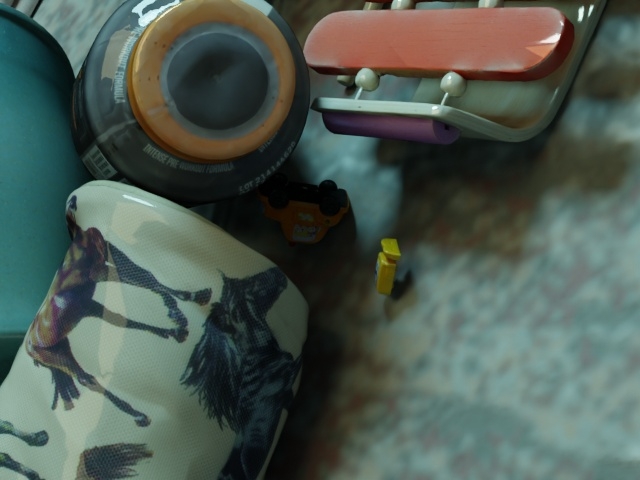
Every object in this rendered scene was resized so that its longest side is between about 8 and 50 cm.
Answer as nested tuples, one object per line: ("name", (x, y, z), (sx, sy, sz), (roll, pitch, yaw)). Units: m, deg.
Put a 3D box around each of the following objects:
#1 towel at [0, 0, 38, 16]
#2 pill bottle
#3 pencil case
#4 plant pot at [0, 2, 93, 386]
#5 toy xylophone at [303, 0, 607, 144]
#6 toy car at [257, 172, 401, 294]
("towel", (-0.352, -0.281, 1.457), (0.332, 0.053, 0.317), (23, 83, 53))
("pill bottle", (-0.080, -0.085, 0.889), (0.130, 0.130, 0.246), (-62, 11, -7))
("pencil case", (-0.141, 0.169, 0.828), (0.184, 0.160, 0.410), (11, 73, 35))
("plant pot", (-0.269, 0.015, 1.007), (0.272, 0.272, 0.255), (-38, 55, 23))
("toy xylophone", (0.093, -0.187, 0.886), (0.236, 0.081, 0.322), (-1, 64, 47))
("toy car", (0.000, 0.000, 0.880), (0.122, 0.060, 0.040), (-127, 43, -57))
